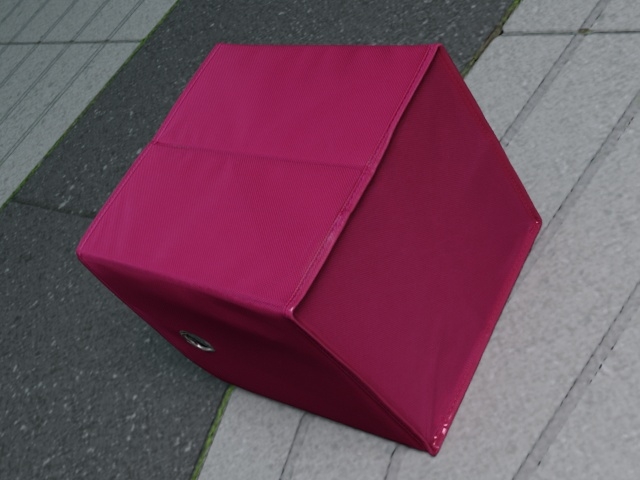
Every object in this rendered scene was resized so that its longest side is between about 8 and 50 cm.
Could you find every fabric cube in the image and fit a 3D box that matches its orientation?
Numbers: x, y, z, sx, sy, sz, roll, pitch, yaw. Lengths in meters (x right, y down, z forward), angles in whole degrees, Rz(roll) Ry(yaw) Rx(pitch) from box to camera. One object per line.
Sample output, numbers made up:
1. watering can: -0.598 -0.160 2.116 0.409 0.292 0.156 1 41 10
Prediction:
1. fabric cube: 0.000 0.000 0.798 0.258 0.254 0.259 12 63 40
